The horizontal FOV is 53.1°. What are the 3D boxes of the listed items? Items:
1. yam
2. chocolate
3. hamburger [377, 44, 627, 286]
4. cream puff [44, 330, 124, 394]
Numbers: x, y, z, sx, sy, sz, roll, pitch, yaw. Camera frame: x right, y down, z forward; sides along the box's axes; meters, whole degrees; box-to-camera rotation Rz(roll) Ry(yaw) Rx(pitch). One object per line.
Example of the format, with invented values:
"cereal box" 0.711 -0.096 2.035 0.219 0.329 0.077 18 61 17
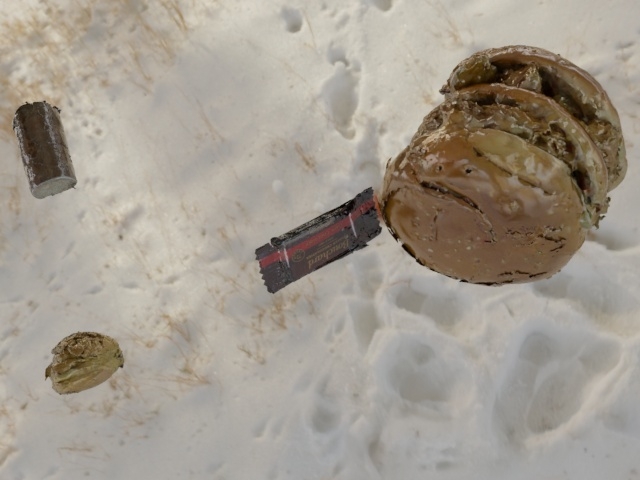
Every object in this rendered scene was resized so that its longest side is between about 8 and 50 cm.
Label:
"yam" -0.439 -0.144 1.021 0.079 0.079 0.141 -22 76 4
"chocolate" 0.000 0.000 0.826 0.183 0.086 0.028 -29 39 -13
"hamburger" 0.205 -0.069 0.729 0.245 0.260 0.211 39 60 -2
"cream puff" -0.421 0.213 1.134 0.133 0.119 0.104 -33 74 2
